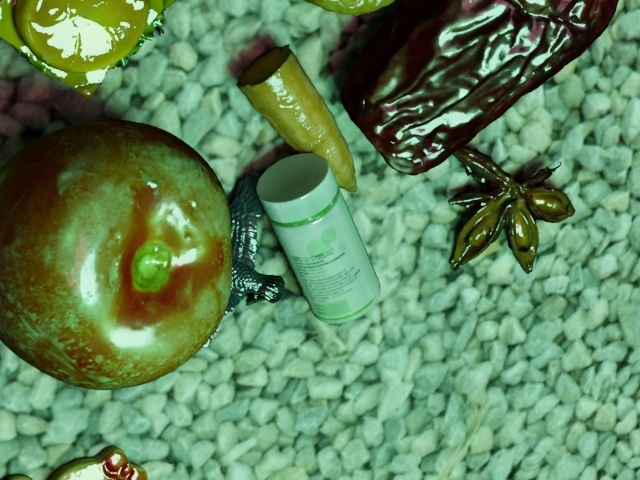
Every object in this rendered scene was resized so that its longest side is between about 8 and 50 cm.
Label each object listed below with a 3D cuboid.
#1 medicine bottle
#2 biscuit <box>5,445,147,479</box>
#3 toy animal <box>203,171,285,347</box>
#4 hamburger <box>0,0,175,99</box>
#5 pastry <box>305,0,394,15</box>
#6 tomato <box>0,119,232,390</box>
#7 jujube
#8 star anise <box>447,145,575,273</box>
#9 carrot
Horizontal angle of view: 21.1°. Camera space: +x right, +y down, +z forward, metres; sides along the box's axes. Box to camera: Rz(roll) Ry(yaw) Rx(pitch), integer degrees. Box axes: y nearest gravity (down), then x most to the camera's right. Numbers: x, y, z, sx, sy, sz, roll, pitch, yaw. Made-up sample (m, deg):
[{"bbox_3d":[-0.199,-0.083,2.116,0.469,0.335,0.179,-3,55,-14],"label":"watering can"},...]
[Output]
[{"bbox_3d":[0.000,0.000,1.892,0.086,0.086,0.183,-34,126,-13],"label":"medicine bottle"},{"bbox_3d":[-0.287,0.320,1.893,0.226,0.036,0.166,-23,113,-19],"label":"biscuit"},{"bbox_3d":[-0.097,0.036,1.884,0.108,0.062,0.220,30,78,-28],"label":"toy animal"},{"bbox_3d":[-0.244,-0.240,1.701,0.164,0.093,0.189,-38,131,2],"label":"hamburger"},{"bbox_3d":[0.026,-0.335,1.810,0.189,0.103,0.188,-8,108,-25],"label":"pastry"},{"bbox_3d":[-0.225,0.010,1.726,0.270,0.223,0.270,-10,104,-44],"label":"tomato"},{"bbox_3d":[0.170,-0.224,1.862,0.216,0.216,0.342,37,98,-30],"label":"jujube"},{"bbox_3d":[0.214,-0.029,2.023,0.212,0.053,0.157,10,100,-30],"label":"star anise"},{"bbox_3d":[-0.014,-0.120,1.884,0.072,0.072,0.205,-42,125,-9],"label":"carrot"}]
